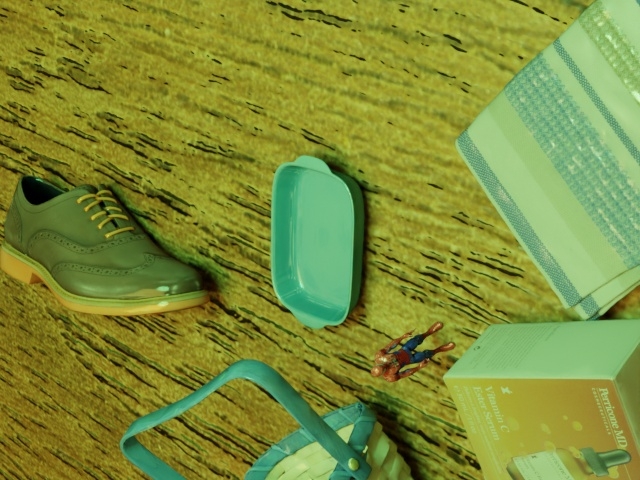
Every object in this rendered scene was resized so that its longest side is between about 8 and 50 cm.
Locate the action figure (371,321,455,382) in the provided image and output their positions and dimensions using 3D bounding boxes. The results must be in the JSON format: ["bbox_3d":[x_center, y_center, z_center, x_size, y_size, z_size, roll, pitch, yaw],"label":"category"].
[{"bbox_3d":[0.086,0.108,1.077,0.030,0.115,0.038,-34,81,44],"label":"action figure"}]

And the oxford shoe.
[{"bbox_3d":[-0.276,0.004,1.375,0.363,0.130,0.133,15,107,37],"label":"oxford shoe"}]

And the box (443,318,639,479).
[{"bbox_3d":[0.215,0.146,0.969,0.170,0.091,0.130,-7,113,45],"label":"box"}]

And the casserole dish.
[{"bbox_3d":[0.000,0.000,1.176,0.114,0.037,0.188,18,117,37],"label":"casserole dish"}]

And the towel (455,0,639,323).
[{"bbox_3d":[0.251,-0.081,0.915,0.209,0.034,0.285,56,133,13],"label":"towel"}]

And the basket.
[{"bbox_3d":[-0.047,0.259,1.172,0.289,0.201,0.255,42,136,-17],"label":"basket"}]
